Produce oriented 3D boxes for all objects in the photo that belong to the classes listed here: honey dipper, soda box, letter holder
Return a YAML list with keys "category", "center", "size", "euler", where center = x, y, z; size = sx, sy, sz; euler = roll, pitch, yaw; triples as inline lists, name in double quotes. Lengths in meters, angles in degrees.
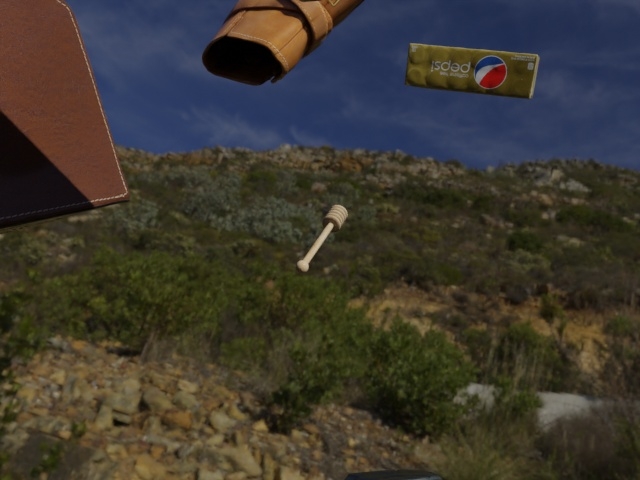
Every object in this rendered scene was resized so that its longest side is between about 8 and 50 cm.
- category: "honey dipper"
  center: [0.000, 0.000, 0.957]
  size: [0.030, 0.161, 0.030]
  euler: [13, -53, 17]
- category: "soda box"
  center: [0.217, -0.244, 0.947]
  size: [0.181, 0.061, 0.058]
  euler: [11, 16, 19]
- category: "letter holder"
  center: [-0.332, -0.098, 0.524]
  size: [0.152, 0.214, 0.302]
  euler: [-11, 7, 24]

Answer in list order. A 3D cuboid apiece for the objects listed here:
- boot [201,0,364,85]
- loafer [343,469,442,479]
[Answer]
- category: "boot"
  center: [-0.044, -0.249, 0.698]
  size: [0.283, 0.220, 0.109]
  euler: [17, -24, 52]
- category: "loafer"
  center: [-0.005, 0.173, 0.382]
  size: [0.170, 0.061, 0.062]
  euler: [1, -13, -14]
